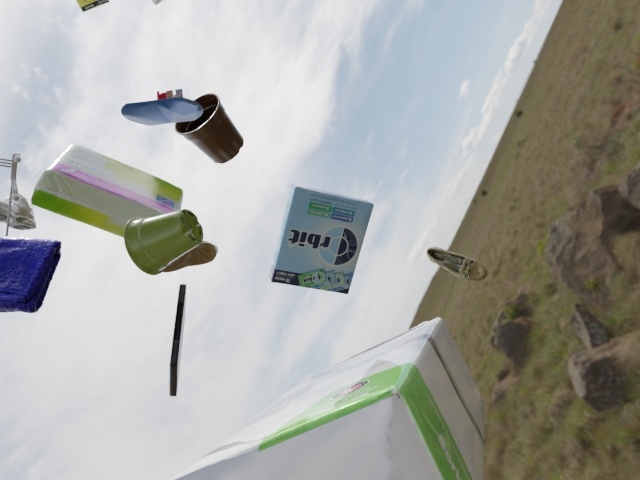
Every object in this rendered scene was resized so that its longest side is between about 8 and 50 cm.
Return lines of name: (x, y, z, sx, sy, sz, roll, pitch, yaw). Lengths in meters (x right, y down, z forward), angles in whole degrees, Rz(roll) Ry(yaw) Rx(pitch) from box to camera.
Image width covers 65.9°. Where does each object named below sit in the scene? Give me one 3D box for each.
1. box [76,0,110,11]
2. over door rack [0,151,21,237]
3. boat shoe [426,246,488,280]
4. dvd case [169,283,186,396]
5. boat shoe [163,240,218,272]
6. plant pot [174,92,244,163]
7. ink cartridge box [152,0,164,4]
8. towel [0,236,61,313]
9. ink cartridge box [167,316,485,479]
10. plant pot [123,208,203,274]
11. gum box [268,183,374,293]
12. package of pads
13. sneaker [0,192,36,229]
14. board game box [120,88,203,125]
box: (-0.682, -0.765, 1.363, 0.087, 0.058, 0.233, -82, -27, -57)
over door rack: (-1.005, -0.108, 1.407, 0.239, 0.108, 0.325, 5, -68, -38)
boat shoe: (0.331, 0.056, 1.202, 0.056, 0.152, 0.048, -64, -21, 5)
dvd case: (-0.393, 0.273, 1.363, 0.181, 0.022, 0.253, 109, 161, -46)
boat shoe: (-0.303, 0.033, 1.070, 0.059, 0.169, 0.063, -64, -30, -84)
plant pot: (-0.334, -0.336, 1.530, 0.167, 0.166, 0.165, -59, -41, -18)
ink cartridge box: (-0.332, -0.699, 1.121, 0.232, 0.171, 0.168, -17, 28, 48)
towel: (-0.868, 0.076, 1.289, 0.076, 0.307, 0.228, 102, 171, -55)
ink cartridge box: (0.033, 0.177, 0.441, 0.198, 0.115, 0.272, -29, -9, 18)
plant pot: (-0.204, -0.006, 0.662, 0.079, 0.084, 0.083, -22, -4, 17)
gum box: (0.000, 0.000, 0.933, 0.041, 0.156, 0.185, -132, 54, -68)
package of pads: (-0.473, -0.105, 1.148, 0.101, 0.296, 0.229, -59, 23, 17)
sneaker: (-1.018, -0.111, 1.608, 0.232, 0.090, 0.116, 98, 166, -77)
board game box: (-0.339, -0.290, 1.061, 0.133, 0.168, 0.033, 91, 172, -84)
